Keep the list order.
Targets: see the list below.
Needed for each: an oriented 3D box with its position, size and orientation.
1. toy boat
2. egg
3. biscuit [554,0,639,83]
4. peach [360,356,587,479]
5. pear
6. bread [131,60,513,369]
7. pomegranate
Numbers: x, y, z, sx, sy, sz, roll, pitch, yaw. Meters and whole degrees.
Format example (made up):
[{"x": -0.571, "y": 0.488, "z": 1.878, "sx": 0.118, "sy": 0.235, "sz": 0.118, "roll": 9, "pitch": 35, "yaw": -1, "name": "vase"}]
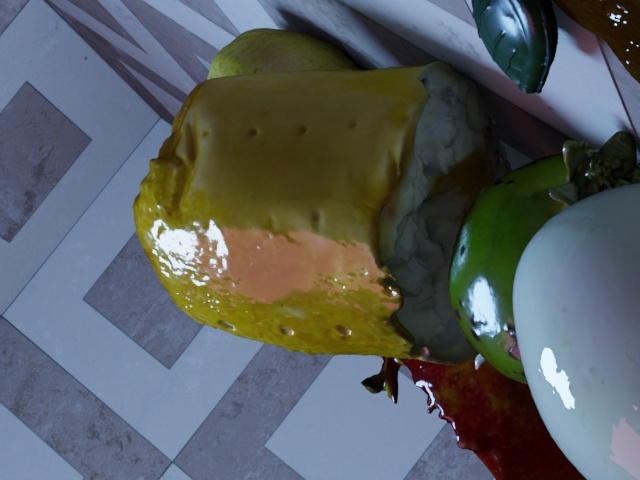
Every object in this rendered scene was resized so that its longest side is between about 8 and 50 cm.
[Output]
[{"x": 0.150, "y": -0.169, "z": 1.252, "sx": 0.104, "sy": 0.052, "sz": 0.210, "roll": 63, "pitch": -178, "yaw": 5, "name": "toy boat"}, {"x": 0.314, "y": 0.096, "z": 1.289, "sx": 0.345, "sy": 0.283, "sz": 0.283, "roll": 36, "pitch": 175, "yaw": 17, "name": "egg"}, {"x": 0.200, "y": -0.169, "z": 1.075, "sx": 0.236, "sy": 0.039, "sz": 0.180, "roll": 41, "pitch": 178, "yaw": -31, "name": "biscuit"}, {"x": 0.256, "y": 0.144, "z": 2.015, "sx": 0.335, "sy": 0.310, "sz": 0.406, "roll": 41, "pitch": -177, "yaw": 22, "name": "peach"}, {"x": -0.036, "y": -0.139, "z": 2.010, "sx": 0.271, "sy": 0.271, "sz": 0.271, "roll": 38, "pitch": 175, "yaw": 4, "name": "pear"}, {"x": 0.000, "y": 0.000, "z": 1.747, "sx": 0.394, "sy": 0.250, "sz": 0.361, "roll": 0, "pitch": 140, "yaw": 25, "name": "bread"}, {"x": 0.229, "y": 0.024, "z": 1.535, "sx": 0.231, "sy": 0.231, "sz": 0.286, "roll": 37, "pitch": 175, "yaw": 11, "name": "pomegranate"}]
